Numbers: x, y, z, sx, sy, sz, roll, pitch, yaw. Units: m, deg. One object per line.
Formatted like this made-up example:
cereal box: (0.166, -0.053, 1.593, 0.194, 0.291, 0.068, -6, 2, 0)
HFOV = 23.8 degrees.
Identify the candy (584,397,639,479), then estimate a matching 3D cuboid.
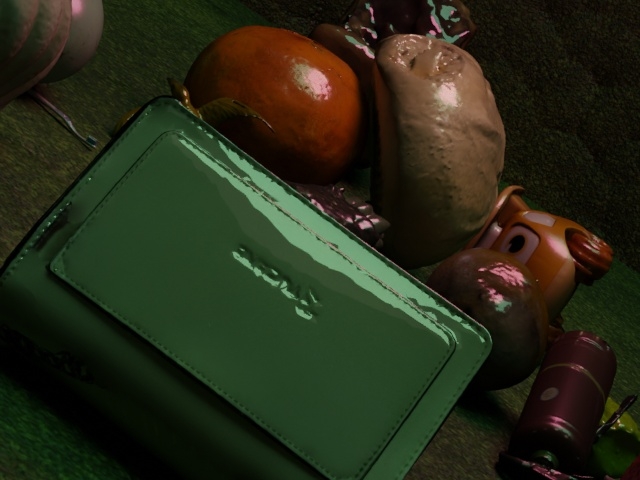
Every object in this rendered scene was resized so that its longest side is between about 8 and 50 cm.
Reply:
candy: (0.357, 0.240, 2.067, 0.096, 0.097, 0.209, 28, 13, -29)

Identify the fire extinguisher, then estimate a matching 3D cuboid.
fire extinguisher: (0.308, 0.226, 1.871, 0.141, 0.105, 0.341, 9, 24, 15)

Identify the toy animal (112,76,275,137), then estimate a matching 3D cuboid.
toy animal: (-0.192, -0.156, 2.071, 0.219, 0.095, 0.155, -7, 34, -23)

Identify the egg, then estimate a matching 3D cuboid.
egg: (-0.360, -0.289, 1.932, 0.168, 0.168, 0.231, 28, 17, -29)

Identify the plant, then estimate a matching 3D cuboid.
plant: (0.000, 0.000, 1.929, 0.194, 0.129, 0.132, 15, 26, -48)

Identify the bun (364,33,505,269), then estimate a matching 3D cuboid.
bun: (0.171, -0.130, 2.254, 0.202, 0.364, 0.364, 1, 19, -4)

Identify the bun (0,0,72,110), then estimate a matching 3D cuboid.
bun: (-0.386, -0.195, 1.591, 0.263, 0.175, 0.263, -3, 1, 0)

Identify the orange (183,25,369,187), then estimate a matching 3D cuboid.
orange: (-0.064, -0.187, 2.208, 0.284, 0.226, 0.284, 26, 17, -8)

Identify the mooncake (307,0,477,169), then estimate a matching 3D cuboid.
mooncake: (0.110, -0.322, 2.722, 0.246, 0.394, 0.393, 38, -12, -2)

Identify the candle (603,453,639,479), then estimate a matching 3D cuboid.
candle: (0.346, 0.295, 1.576, 0.131, 0.287, 0.317, 35, -30, 7)

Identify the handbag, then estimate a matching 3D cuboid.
handbag: (-0.071, 0.087, 1.263, 0.358, 0.237, 0.160, 37, -28, 5)

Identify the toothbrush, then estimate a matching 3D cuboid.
toothbrush: (-0.325, -0.154, 1.901, 0.131, 0.013, 0.011, 38, 8, 22)

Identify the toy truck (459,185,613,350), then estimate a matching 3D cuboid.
toy truck: (0.337, 0.044, 2.442, 0.211, 0.204, 0.288, 35, 13, 7)

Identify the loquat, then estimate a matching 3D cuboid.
loquat: (0.214, 0.106, 1.987, 0.179, 0.179, 0.227, 34, 26, -9)
